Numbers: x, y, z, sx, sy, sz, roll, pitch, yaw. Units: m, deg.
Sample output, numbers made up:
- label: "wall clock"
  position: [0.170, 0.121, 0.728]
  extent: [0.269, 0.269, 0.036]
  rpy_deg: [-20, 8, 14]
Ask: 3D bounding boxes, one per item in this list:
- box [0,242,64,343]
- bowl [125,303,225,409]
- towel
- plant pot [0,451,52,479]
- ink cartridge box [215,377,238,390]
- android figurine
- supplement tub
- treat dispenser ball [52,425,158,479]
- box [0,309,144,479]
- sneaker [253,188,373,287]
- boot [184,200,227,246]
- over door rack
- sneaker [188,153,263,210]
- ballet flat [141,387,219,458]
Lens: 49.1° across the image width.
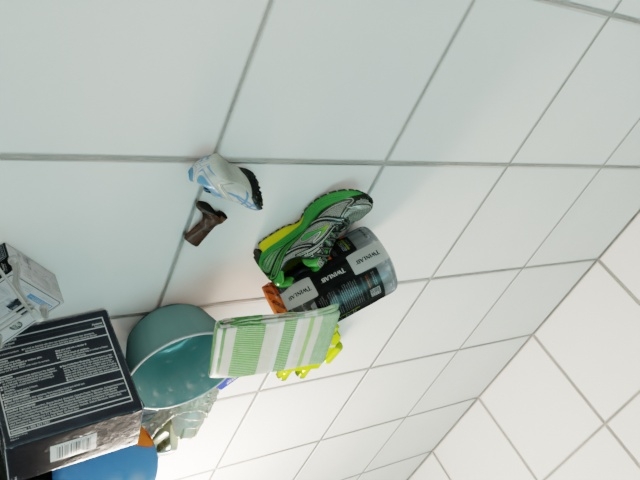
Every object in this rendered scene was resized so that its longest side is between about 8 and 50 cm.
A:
- label: "box"
  position: [-0.712, 0.149, 1.466]
  extent: [0.290, 0.087, 0.169]
  rpy_deg: [-33, 146, 0]
- label: "bowl"
  position: [-0.381, 0.282, 1.832]
  extent: [0.311, 0.163, 0.312]
  rpy_deg: [-22, 145, -17]
- label: "towel"
  position: [-0.122, 0.263, 1.806]
  extent: [0.324, 0.038, 0.248]
  rpy_deg: [-6, 138, -22]
- label: "plant pot"
  position: [-0.849, 0.658, 1.917]
  extent: [0.166, 0.188, 0.188]
  rpy_deg: [-21, 146, 5]
- label: "ink cartridge box"
  position: [-0.344, 0.438, 2.159]
  extent: [0.207, 0.046, 0.097]
  rpy_deg: [-36, 146, 5]
- label: "android figurine"
  position: [-0.035, 0.364, 2.313]
  extent: [0.248, 0.056, 0.273]
  rpy_deg: [5, 132, -42]
- label: "supplement tub"
  position: [0.024, 0.121, 1.923]
  extent: [0.337, 0.207, 0.207]
  rpy_deg: [-28, 146, -9]
- label: "treat dispenser ball"
  position: [-0.605, 0.640, 1.981]
  extent: [0.288, 0.288, 0.288]
  rpy_deg: [-22, 144, -17]
- label: "box"
  position: [-0.600, 0.350, 1.622]
  extent: [0.296, 0.294, 0.183]
  rpy_deg: [-11, 142, -29]
- label: "sneaker"
  position: [0.000, 0.000, 1.810]
  extent: [0.343, 0.146, 0.134]
  rpy_deg: [-38, 146, 5]
- label: "boot"
  position: [-0.287, -0.035, 1.635]
  extent: [0.114, 0.037, 0.106]
  rpy_deg: [-38, 144, 15]
- label: "over door rack"
  position: [-0.700, 0.075, 1.306]
  extent: [0.239, 0.108, 0.324]
  rpy_deg: [-33, 111, 0]
- label: "sneaker"
  position: [-0.204, -0.124, 1.562]
  extent: [0.086, 0.085, 0.237]
  rpy_deg: [-16, 156, 23]
- label: "ballet flat"
  position: [-0.425, 0.552, 2.087]
  extent: [0.147, 0.147, 0.409]
  rpy_deg: [7, 141, -44]
